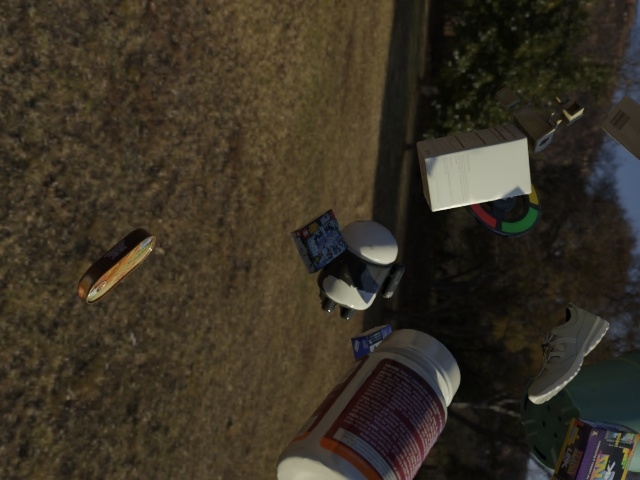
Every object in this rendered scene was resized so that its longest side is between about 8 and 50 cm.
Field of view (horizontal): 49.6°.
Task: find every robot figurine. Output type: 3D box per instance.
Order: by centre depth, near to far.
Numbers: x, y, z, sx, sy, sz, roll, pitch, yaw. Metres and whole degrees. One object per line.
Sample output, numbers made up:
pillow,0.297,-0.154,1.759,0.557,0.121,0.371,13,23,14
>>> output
robot figurine,0.097,0.076,1.890,0.209,0.173,0.278,5,118,-45

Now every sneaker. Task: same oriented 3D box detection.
sneaker,0.556,0.266,1.628,0.281,0.115,0.105,-43,160,-27

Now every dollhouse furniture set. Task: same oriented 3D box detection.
dollhouse furniture set,0.602,-0.364,1.917,0.182,0.161,0.101,55,-2,20

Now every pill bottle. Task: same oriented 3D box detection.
pill bottle,0.110,0.361,1.351,0.392,0.224,0.224,-43,137,-43

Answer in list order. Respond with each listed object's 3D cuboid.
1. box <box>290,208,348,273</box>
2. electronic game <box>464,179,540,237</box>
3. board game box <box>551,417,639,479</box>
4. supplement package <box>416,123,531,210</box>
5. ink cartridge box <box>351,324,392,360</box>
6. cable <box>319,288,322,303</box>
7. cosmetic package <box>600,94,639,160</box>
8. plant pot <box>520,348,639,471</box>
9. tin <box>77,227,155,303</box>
box,0.000,0.000,1.433,0.137,0.027,0.094,-37,106,-53
electronic game,0.435,-0.112,1.684,0.048,0.229,0.229,131,-31,-57
board game box,0.472,0.400,1.204,0.048,0.141,0.170,22,-84,56
supplement package,0.273,-0.132,1.240,0.105,0.179,0.105,-91,170,-67
ink cartridge box,0.138,0.274,1.740,0.207,0.046,0.097,-1,78,-69
cable,0.060,0.129,2.138,0.047,0.150,0.184,40,32,-35
cosmetic package,0.807,-0.146,1.460,0.097,0.284,0.377,-57,-154,25
plant pot,0.751,0.474,1.865,0.341,0.334,0.341,180,-90,-70
tin,-0.404,0.048,1.374,0.190,0.040,0.106,-47,169,-36
